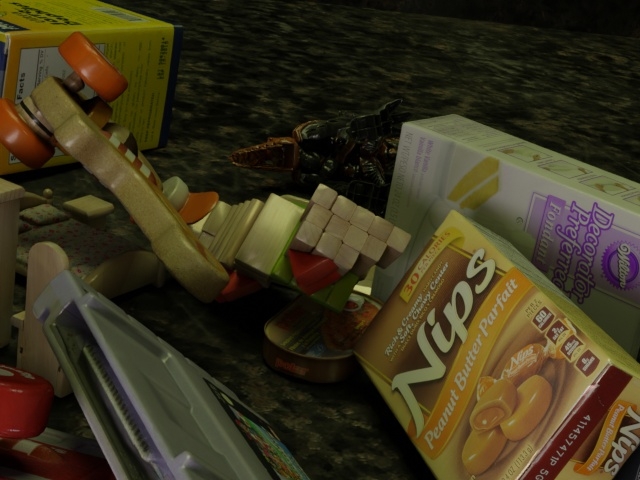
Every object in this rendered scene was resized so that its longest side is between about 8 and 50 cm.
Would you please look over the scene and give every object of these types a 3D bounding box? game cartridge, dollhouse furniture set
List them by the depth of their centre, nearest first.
[{"bbox_3d":[-0.080,0.165,0.910,0.230,0.068,0.355,37,4,-35],"label":"game cartridge"},{"bbox_3d":[-0.256,-0.016,1.301,0.303,0.173,0.355,21,25,27],"label":"dollhouse furniture set"}]

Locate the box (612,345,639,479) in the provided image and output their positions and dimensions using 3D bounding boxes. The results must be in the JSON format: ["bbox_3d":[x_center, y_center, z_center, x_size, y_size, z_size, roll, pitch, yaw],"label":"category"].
[{"bbox_3d":[0.455,0.188,1.061,0.294,0.182,0.296,26,26,38],"label":"box"}]

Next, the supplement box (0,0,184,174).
[{"bbox_3d":[-0.391,-0.232,1.735,0.195,0.194,0.356,21,21,28],"label":"supplement box"}]

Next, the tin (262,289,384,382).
[{"bbox_3d":[0.006,0.099,1.304,0.106,0.040,0.190,20,24,17],"label":"tin"}]

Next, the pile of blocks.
[{"bbox_3d":[-0.046,0.030,1.317,0.149,0.112,0.362,37,-18,-26],"label":"pile of blocks"}]

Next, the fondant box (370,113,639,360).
[{"bbox_3d":[0.216,0.028,1.290,0.330,0.238,0.096,26,27,37],"label":"fondant box"}]

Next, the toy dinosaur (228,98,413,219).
[{"bbox_3d":[0.019,-0.113,1.758,0.322,0.164,0.218,-29,25,-31],"label":"toy dinosaur"}]

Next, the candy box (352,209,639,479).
[{"bbox_3d":[0.157,0.119,1.097,0.087,0.183,0.316,30,11,-28],"label":"candy box"}]

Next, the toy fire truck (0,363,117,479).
[{"bbox_3d":[-0.304,0.159,0.903,0.302,0.169,0.254,12,-2,6],"label":"toy fire truck"}]

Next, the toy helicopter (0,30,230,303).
[{"bbox_3d":[-0.191,-0.047,1.290,0.355,0.140,0.235,49,1,39],"label":"toy helicopter"}]

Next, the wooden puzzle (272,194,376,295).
[{"bbox_3d":[0.000,0.000,1.538,0.221,0.044,0.239,16,23,16],"label":"wooden puzzle"}]
